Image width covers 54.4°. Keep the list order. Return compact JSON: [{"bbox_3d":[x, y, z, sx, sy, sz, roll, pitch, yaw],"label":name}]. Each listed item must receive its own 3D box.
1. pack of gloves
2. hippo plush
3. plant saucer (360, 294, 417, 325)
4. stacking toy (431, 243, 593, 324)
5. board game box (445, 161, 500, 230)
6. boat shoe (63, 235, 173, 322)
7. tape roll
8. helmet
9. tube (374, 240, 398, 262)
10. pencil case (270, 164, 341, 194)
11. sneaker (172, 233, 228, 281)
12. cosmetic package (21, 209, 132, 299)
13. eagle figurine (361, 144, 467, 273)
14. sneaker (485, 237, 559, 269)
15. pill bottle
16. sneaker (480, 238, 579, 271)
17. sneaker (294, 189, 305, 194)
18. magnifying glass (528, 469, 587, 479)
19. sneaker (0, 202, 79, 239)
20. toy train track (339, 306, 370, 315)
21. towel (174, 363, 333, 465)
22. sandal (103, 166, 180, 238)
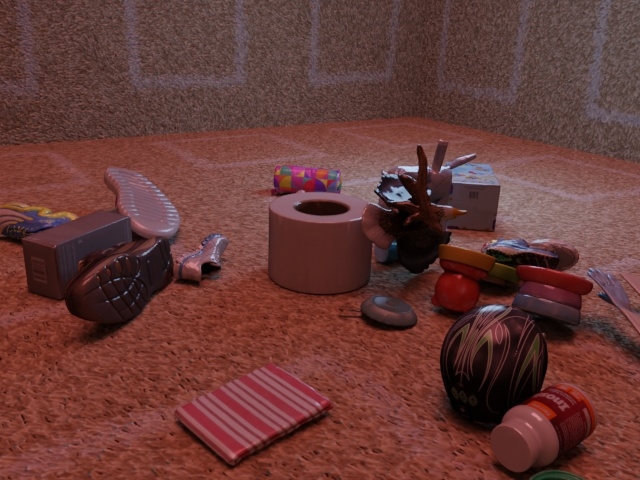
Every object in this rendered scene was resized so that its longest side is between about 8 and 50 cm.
[{"bbox_3d":[0.633,0.147,1.227,0.195,0.046,0.232,14,32,-23],"label":"pack of gloves"},{"bbox_3d":[0.240,-0.149,1.767,0.234,0.294,0.236,17,4,-26],"label":"hippo plush"},{"bbox_3d":[0.141,0.137,1.261,0.119,0.021,0.119,11,16,-3],"label":"plant saucer"},{"bbox_3d":[0.402,0.118,1.327,0.308,0.131,0.279,15,-3,24],"label":"stacking toy"},{"bbox_3d":[0.460,-0.141,1.928,0.144,0.142,0.275,5,20,7],"label":"board game box"},{"bbox_3d":[-0.421,0.081,1.266,0.130,0.133,0.355,-4,9,12],"label":"boat shoe"},{"bbox_3d":[0.000,0.000,1.441,0.246,0.169,0.246,3,19,-1],"label":"tape roll"},{"bbox_3d":[0.266,0.181,0.959,0.169,0.162,0.169,-1,17,0],"label":"helmet"},{"bbox_3d":[0.230,0.022,1.599,0.207,0.052,0.080,-5,30,-38],"label":"tube"},{"bbox_3d":[-0.045,-0.196,2.102,0.236,0.105,0.104,4,20,10],"label":"pencil case"},{"bbox_3d":[-0.257,0.048,1.447,0.082,0.071,0.191,16,31,18],"label":"sneaker"},{"bbox_3d":[-0.529,0.025,1.379,0.107,0.127,0.238,11,23,24],"label":"cosmetic package"},{"bbox_3d":[0.216,-0.053,1.405,0.225,0.226,0.298,28,-5,2],"label":"eagle figurine"},{"bbox_3d":[0.462,0.023,1.411,0.162,0.063,0.073,14,49,36],"label":"sneaker"},{"bbox_3d":[0.309,0.261,0.866,0.152,0.086,0.086,-13,25,-37],"label":"pill bottle"},{"bbox_3d":[0.499,0.045,1.491,0.225,0.088,0.092,-2,8,15],"label":"sneaker"},{"bbox_3d":[-0.085,-0.127,1.962,0.070,0.051,0.134,6,23,-6],"label":"sneaker"},{"bbox_3d":[0.260,0.339,0.734,0.092,0.026,0.231,20,27,40],"label":"magnifying glass"},{"bbox_3d":[-0.740,-0.036,1.577,0.240,0.091,0.126,0,20,-9],"label":"sneaker"},{"bbox_3d":[0.079,0.147,1.262,0.083,0.014,0.048,8,13,-2],"label":"toy train track"},{"bbox_3d":[-0.098,0.256,0.930,0.197,0.029,0.144,-18,28,-40],"label":"towel"},{"bbox_3d":[-0.502,-0.084,1.733,0.169,0.102,0.416,8,24,-32],"label":"sandal"}]
